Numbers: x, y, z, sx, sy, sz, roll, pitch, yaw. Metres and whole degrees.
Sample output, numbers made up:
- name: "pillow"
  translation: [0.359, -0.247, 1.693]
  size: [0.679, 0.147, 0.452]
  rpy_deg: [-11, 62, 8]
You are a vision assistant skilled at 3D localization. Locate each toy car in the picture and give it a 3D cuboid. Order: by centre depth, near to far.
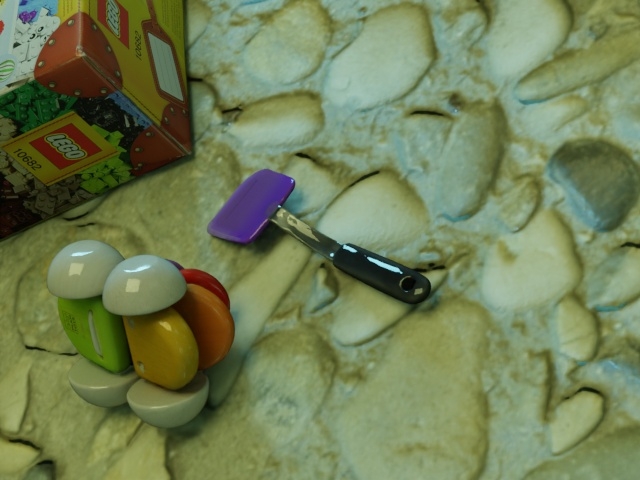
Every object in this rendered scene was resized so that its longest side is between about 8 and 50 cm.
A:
- name: "toy car"
  translation: [-0.155, 0.071, 1.729]
  size: [0.182, 0.159, 0.136]
  rpy_deg: [13, 34, 40]

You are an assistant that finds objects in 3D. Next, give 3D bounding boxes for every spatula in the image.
- name: "spatula"
  translation: [0.000, 0.000, 1.730]
  size: [0.296, 0.030, 0.084]
  rpy_deg: [27, 75, 43]

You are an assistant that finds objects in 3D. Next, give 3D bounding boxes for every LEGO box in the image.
- name: "LEGO box"
  translation: [-0.350, -0.257, 2.041]
  size: [0.372, 0.193, 0.500]
  rpy_deg: [-23, 49, 21]
